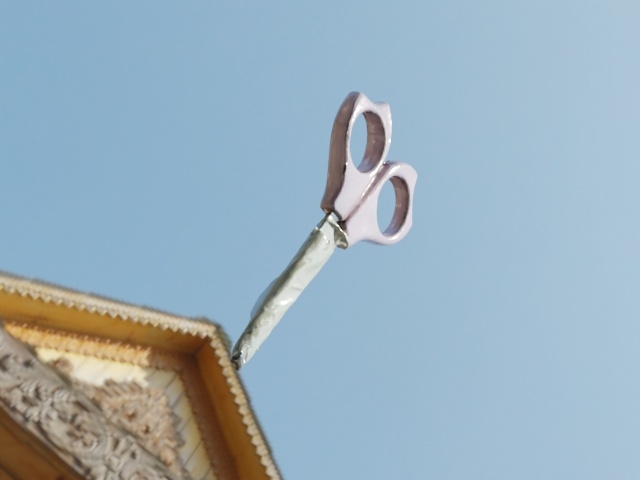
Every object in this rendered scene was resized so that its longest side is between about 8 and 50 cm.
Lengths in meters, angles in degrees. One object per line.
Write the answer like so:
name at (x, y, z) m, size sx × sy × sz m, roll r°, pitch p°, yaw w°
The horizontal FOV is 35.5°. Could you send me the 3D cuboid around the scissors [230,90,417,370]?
scissors at (0.001, 0.000, 0.609) m, size 0.021 × 0.212 × 0.110 m, roll 4°, pitch -47°, yaw 38°
